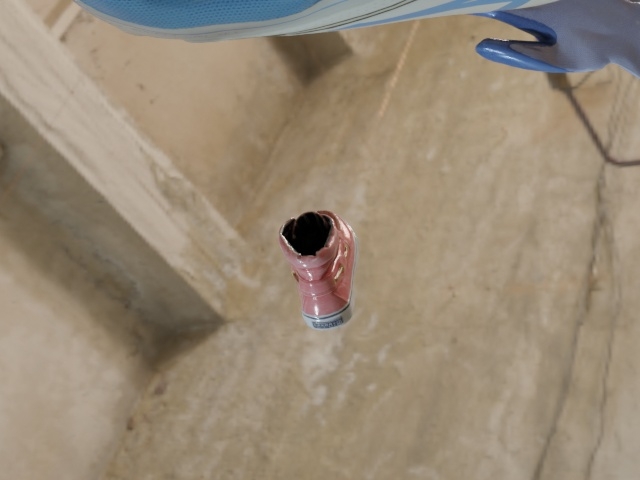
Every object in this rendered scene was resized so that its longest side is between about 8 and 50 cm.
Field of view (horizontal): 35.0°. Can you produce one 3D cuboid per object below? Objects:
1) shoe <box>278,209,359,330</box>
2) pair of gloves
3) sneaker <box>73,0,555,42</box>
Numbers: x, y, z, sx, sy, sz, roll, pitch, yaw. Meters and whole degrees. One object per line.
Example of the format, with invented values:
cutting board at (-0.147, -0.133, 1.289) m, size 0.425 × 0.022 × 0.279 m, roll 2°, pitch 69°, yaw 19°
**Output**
shoe at (0.000, 0.000, 0.943) m, size 0.178 × 0.063 × 0.081 m, roll -91°, pitch -11°, yaw -59°
pair of gloves at (0.173, -0.175, 0.605) m, size 0.198 × 0.159 × 0.023 m, roll -60°, pitch -14°, yaw -15°
sneaker at (0.030, -0.110, 0.309) m, size 0.086 × 0.237 × 0.085 m, roll -151°, pitch 48°, yaw -81°
